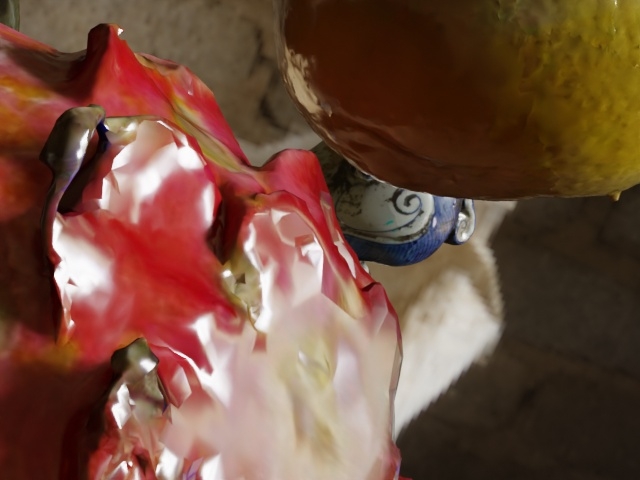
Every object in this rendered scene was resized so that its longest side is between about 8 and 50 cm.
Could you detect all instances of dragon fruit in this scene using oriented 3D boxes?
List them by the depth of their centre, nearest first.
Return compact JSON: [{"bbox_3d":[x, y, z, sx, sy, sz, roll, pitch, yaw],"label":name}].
[{"bbox_3d":[-0.099,0.097,0.720,0.249,0.386,0.371,1,-21,18],"label":"dragon fruit"}]

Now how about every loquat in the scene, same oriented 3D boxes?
[{"bbox_3d":[0.086,-0.113,0.856,0.213,0.213,0.213,17,28,-10],"label":"loquat"}]

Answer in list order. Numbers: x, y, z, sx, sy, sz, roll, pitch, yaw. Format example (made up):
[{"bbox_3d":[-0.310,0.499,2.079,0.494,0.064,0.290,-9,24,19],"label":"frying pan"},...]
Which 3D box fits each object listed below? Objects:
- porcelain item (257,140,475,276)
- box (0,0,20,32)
[{"bbox_3d":[0.000,0.000,1.694,0.288,0.186,0.138,-21,24,-3],"label":"porcelain item"},{"bbox_3d":[-0.250,-0.162,0.944,0.143,0.273,0.184,-16,34,-36],"label":"box"}]
